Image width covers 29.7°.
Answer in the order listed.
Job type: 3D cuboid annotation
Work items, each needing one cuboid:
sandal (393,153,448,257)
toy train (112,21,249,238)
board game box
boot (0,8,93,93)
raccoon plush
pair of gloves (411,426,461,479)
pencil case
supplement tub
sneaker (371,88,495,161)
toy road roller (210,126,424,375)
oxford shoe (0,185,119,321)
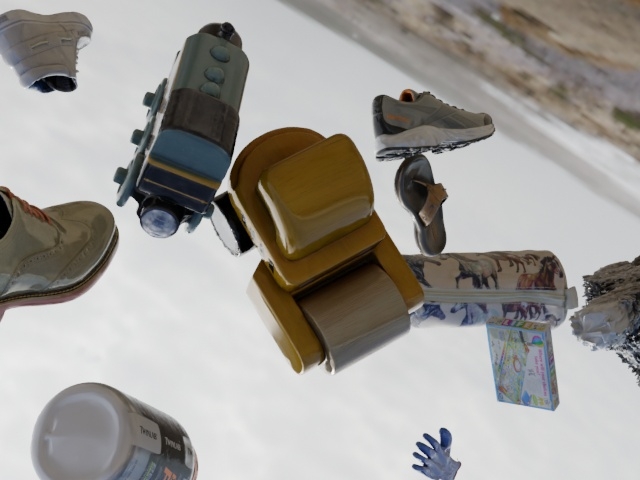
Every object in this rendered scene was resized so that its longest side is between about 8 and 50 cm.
[{"bbox_3d":[0.180,-0.055,1.993,0.060,0.090,0.219,15,138,37],"label":"sandal"},{"bbox_3d":[-0.170,-0.153,1.611,0.142,0.190,0.334,23,-140,-13],"label":"toy train"},{"bbox_3d":[0.328,0.200,1.959,0.103,0.154,0.026,7,-148,33],"label":"board game box"},{"bbox_3d":[-0.411,-0.281,1.862,0.123,0.095,0.258,61,-158,2],"label":"boot"},{"bbox_3d":[0.505,0.195,1.869,0.446,0.299,0.216,-21,-173,-43],"label":"raccoon plush"},{"bbox_3d":[0.177,0.410,2.014,0.023,0.198,0.159,19,166,39],"label":"pair of gloves"},{"bbox_3d":[0.276,0.097,2.309,0.410,0.160,0.183,0,-164,-16],"label":"pencil case"},{"bbox_3d":[-0.336,0.365,2.053,0.193,0.193,0.316,38,176,26],"label":"supplement tub"},{"bbox_3d":[0.184,-0.193,1.929,0.100,0.108,0.271,-17,174,44],"label":"sneaker"},{"bbox_3d":[0.000,0.000,1.635,0.330,0.202,0.240,59,162,9],"label":"toy road roller"},{"bbox_3d":[-0.375,0.000,1.521,0.140,0.147,0.397,21,-156,17],"label":"oxford shoe"}]
